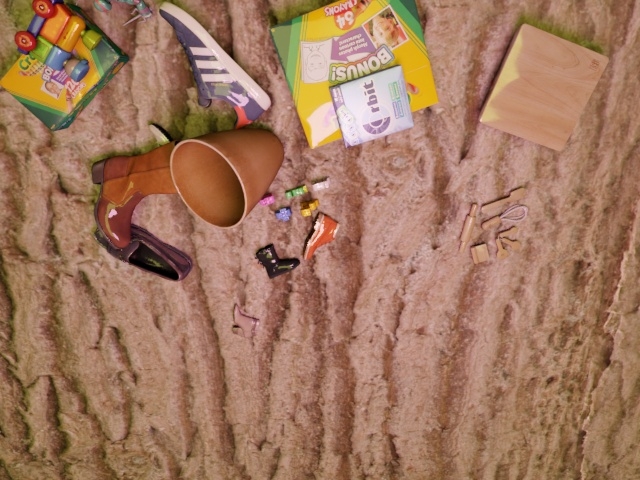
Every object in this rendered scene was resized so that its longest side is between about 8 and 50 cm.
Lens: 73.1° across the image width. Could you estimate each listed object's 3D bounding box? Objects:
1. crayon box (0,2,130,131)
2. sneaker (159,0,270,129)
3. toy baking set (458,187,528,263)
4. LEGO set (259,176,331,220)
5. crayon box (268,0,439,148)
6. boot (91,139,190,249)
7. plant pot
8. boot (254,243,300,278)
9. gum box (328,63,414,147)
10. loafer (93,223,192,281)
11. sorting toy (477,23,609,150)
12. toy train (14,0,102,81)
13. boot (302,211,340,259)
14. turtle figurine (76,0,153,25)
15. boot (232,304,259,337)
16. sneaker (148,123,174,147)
[{"bbox_3d":[-0.660,-0.441,1.121,0.278,0.081,0.165,-41,107,12],"label":"crayon box"},{"bbox_3d":[-0.296,-0.435,1.112,0.148,0.131,0.350,-44,107,8],"label":"sneaker"},{"bbox_3d":[0.541,-0.046,1.351,0.197,0.030,0.256,3,111,-6],"label":"toy baking set"},{"bbox_3d":[-0.069,-0.108,1.264,0.227,0.093,0.087,-16,110,3],"label":"LEGO set"},{"bbox_3d":[0.090,-0.456,1.134,0.363,0.106,0.313,-19,110,5],"label":"crayon box"},{"bbox_3d":[-0.479,-0.121,1.196,0.281,0.096,0.264,-8,84,14],"label":"boot"},{"bbox_3d":[-0.212,-0.192,1.132,0.237,0.254,0.237,18,129,24],"label":"plant pot"},{"bbox_3d":[-0.136,0.057,1.352,0.121,0.045,0.099,-24,106,7],"label":"boot"},{"bbox_3d":[0.131,-0.341,1.105,0.185,0.041,0.156,-16,115,4],"label":"gum box"},{"bbox_3d":[-0.536,0.035,1.297,0.303,0.095,0.109,26,107,-11],"label":"loafer"},{"bbox_3d":[0.587,-0.411,1.181,0.257,0.089,0.255,17,109,-9],"label":"sorting toy"},{"bbox_3d":[-0.577,-0.509,1.008,0.143,0.105,0.248,34,105,-24],"label":"toy train"},{"bbox_3d":[0.000,0.000,1.329,0.085,0.059,0.157,22,107,-15],"label":"boot"},{"bbox_3d":[-0.480,-0.622,1.049,0.234,0.118,0.175,-46,112,5],"label":"turtle figurine"},{"bbox_3d":[-0.245,0.267,1.429,0.087,0.042,0.118,3,112,-10],"label":"boot"},{"bbox_3d":[-0.437,-0.249,1.215,0.075,0.057,0.161,-38,110,5],"label":"sneaker"}]
